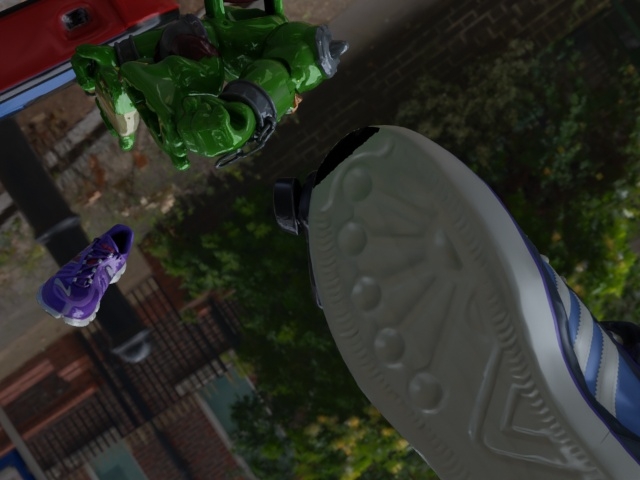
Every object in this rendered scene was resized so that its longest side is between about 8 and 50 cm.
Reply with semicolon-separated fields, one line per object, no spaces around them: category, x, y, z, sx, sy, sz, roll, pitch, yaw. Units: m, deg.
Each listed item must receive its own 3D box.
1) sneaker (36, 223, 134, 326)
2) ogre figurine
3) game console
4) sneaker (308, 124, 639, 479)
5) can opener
sneaker;-0.261;0.031;0.900;0.071;0.068;0.170;-54;-170;30
ogre figurine;-0.065;-0.102;0.472;0.118;0.096;0.197;-30;-166;-21
game console;-0.318;-0.100;0.672;0.387;0.060;0.342;-33;-168;-22
sneaker;0.141;0.071;0.534;0.130;0.322;0.236;-40;162;27
can opener;0.000;0.000;0.913;0.073;0.186;0.059;14;-134;31
